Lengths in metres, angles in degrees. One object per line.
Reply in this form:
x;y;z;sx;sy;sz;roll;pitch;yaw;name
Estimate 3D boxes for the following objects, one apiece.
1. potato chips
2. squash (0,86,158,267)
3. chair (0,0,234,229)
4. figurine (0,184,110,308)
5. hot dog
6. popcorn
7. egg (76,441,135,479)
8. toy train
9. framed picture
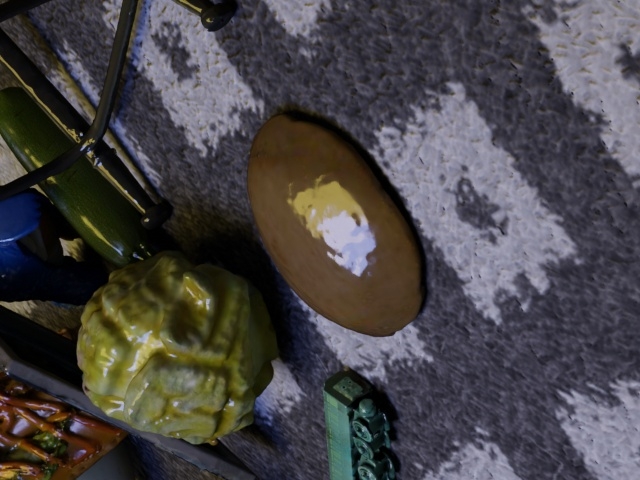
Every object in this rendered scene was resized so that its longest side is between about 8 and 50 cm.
-0.001;-0.001;1.418;0.195;0.062;0.208;24;137;41;potato chips
-0.242;-0.055;1.720;0.252;0.066;0.066;50;151;9;squash
-0.368;-0.178;1.501;0.410;0.365;0.362;52;152;15;chair
-0.306;0.016;1.781;0.164;0.121;0.262;44;177;40;figurine
-0.352;0.232;1.920;0.158;0.349;0.117;54;-177;11;hot dog
-0.133;0.095;1.594;0.185;0.167;0.187;21;-178;30;popcorn
-0.332;0.269;2.068;0.254;0.188;0.188;36;146;20;egg
0.036;0.187;1.580;0.071;0.038;0.148;37;147;35;toy train
-0.229;0.142;1.728;0.315;0.024;0.232;33;-179;-37;framed picture
